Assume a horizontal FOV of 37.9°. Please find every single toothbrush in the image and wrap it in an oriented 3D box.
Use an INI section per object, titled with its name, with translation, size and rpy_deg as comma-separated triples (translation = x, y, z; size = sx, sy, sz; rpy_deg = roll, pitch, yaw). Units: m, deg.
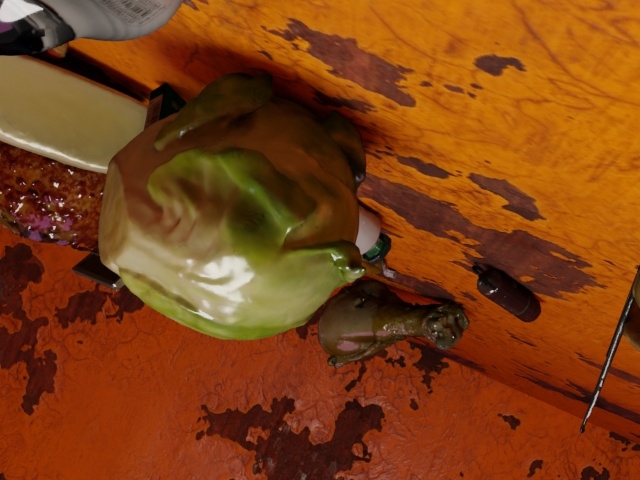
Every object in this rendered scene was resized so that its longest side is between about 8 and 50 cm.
[toothbrush]
translation = 0.111, 0.038, 1.740
size = 0.024, 0.018, 0.257
rpy_deg = 19, 171, 19

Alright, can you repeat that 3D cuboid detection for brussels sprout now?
[brussels sprout]
translation = -0.077, -0.033, 0.954
size = 0.294, 0.260, 0.227
rpy_deg = -6, 144, -18

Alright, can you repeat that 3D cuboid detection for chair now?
[chair]
translation = 0.372, 0.100, 0.915
size = 0.158, 0.172, 0.247
rpy_deg = 22, 128, 19

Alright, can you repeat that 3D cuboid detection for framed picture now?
[framed picture]
translation = -0.321, -0.019, 1.767
size = 0.211, 0.289, 0.020
rpy_deg = 12, 139, 56

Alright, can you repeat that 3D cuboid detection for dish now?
[dish]
translation = -0.258, -0.219, 0.763
size = 0.273, 0.134, 0.273
rpy_deg = 25, 171, 4

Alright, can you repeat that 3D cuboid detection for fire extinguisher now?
[fire extinguisher]
translation = 0.275, 0.075, 1.418
size = 0.157, 0.045, 0.078
rpy_deg = 30, -168, -41

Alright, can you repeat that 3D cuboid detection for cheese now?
[cheese]
translation = -0.377, -0.178, 1.308
size = 0.242, 0.124, 0.265
rpy_deg = 16, -178, -20

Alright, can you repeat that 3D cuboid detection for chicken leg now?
[chicken leg]
translation = 0.153, 0.181, 2.015
size = 0.429, 0.201, 0.152
rpy_deg = -5, 143, 47

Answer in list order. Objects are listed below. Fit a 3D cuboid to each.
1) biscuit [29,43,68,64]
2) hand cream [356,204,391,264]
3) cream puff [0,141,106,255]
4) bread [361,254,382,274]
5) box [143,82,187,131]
[biscuit]
translation = -0.428, -0.281, 1.214
size = 0.225, 0.036, 0.166
rpy_deg = 24, 171, 3
[hand cream]
translation = -0.028, -0.072, 1.327
size = 0.336, 0.076, 0.121
rpy_deg = 37, 165, -29
[cream puff]
translation = -0.476, -0.123, 1.685
size = 0.350, 0.229, 0.350
rpy_deg = 16, -167, -4
[bread]
translation = 0.000, 0.000, 1.601
size = 0.160, 0.088, 0.233
rpy_deg = 25, 171, -39
[box]
translation = -0.169, -0.072, 1.142
size = 0.034, 0.235, 0.132
rpy_deg = -24, 133, 26
